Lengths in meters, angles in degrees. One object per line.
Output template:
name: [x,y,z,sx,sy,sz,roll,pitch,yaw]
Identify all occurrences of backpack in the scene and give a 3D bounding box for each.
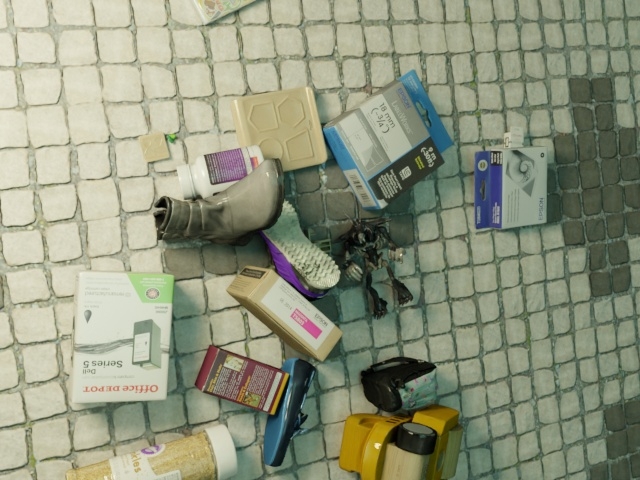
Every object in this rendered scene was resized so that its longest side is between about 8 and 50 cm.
backpack: [0.212,0.368,1.780,0.182,0.152,0.115,-12,106,-31]

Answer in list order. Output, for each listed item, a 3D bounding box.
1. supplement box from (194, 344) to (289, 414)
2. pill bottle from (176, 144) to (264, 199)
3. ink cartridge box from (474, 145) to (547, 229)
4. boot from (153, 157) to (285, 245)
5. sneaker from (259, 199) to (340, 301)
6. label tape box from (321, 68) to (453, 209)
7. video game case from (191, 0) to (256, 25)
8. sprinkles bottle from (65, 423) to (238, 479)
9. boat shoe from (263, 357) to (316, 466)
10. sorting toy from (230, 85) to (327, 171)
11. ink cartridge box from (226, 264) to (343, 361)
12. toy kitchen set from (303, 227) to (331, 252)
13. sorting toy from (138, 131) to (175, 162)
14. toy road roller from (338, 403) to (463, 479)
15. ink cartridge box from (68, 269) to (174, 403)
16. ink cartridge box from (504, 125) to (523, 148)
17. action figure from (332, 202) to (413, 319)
supplement box: [-0.183,0.323,1.629,0.188,0.081,0.104,24,81,-22]
pill bottle: [-0.223,-0.148,1.589,0.193,0.108,0.108,-12,95,-10]
ink cartridge box: [0.530,-0.146,1.941,0.223,0.045,0.223,-8,103,-22]
boot: [-0.223,-0.068,1.481,0.222,0.338,0.118,3,62,-27]
sneaker: [-0.084,0.028,1.656,0.102,0.146,0.293,-26,70,-32]
label tape box: [0.196,-0.267,1.781,0.333,0.106,0.241,-36,104,-19]
video game case: [-0.238,-0.648,1.635,0.206,0.026,0.227,-33,103,-20]
sprinkles bottle: [-0.363,0.509,1.530,0.355,0.121,0.121,-12,95,-23]
boat shoe: [-0.064,0.414,1.670,0.089,0.109,0.258,19,85,-26]
sorting toy: [-0.100,-0.262,1.693,0.208,0.038,0.193,-14,96,-18]
ink cartridge box: [-0.086,0.164,1.611,0.234,0.193,0.088,44,74,-18]
toy kitchen set: [0.000,0.000,1.707,0.075,0.083,0.068,-9,94,-23]
sorting toy: [-0.364,-0.214,1.587,0.083,0.012,0.062,-16,92,-19]
toy road roller: [0.196,0.519,1.755,0.329,0.240,0.203,5,96,-60]
ink cartridge box: [-0.428,0.204,1.505,0.198,0.114,0.273,3,89,-23]
ink cartridge box: [0.544,-0.277,1.972,0.048,0.028,0.083,2,90,-24]
action figure: [0.135,0.050,1.731,0.164,0.141,0.276,-25,105,5]
